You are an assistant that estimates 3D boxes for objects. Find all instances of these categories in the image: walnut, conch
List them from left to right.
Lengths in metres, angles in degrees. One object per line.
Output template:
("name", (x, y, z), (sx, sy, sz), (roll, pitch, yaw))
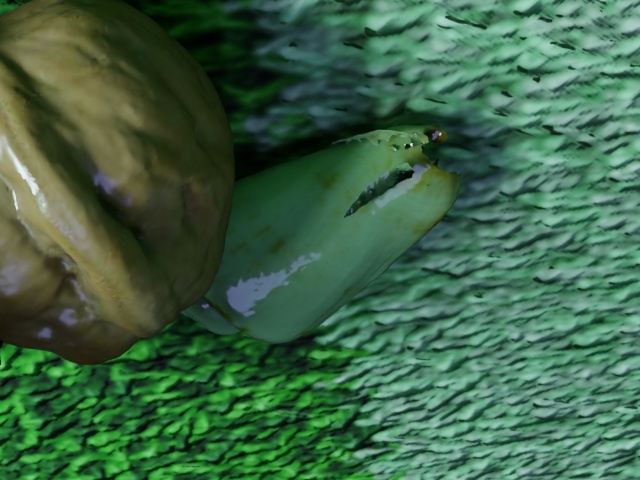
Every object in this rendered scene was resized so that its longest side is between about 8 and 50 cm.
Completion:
("walnut", (-0.113, -0.027, 0.637), (0.166, 0.149, 0.167), (-14, 125, -21))
("conch", (0.000, 0.000, 0.735), (0.170, 0.079, 0.106), (-26, 152, 19))

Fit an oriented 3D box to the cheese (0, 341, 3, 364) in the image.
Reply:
("cheese", (-0.252, 0.049, 0.626), (0.233, 0.266, 0.127), (32, 92, -14))
